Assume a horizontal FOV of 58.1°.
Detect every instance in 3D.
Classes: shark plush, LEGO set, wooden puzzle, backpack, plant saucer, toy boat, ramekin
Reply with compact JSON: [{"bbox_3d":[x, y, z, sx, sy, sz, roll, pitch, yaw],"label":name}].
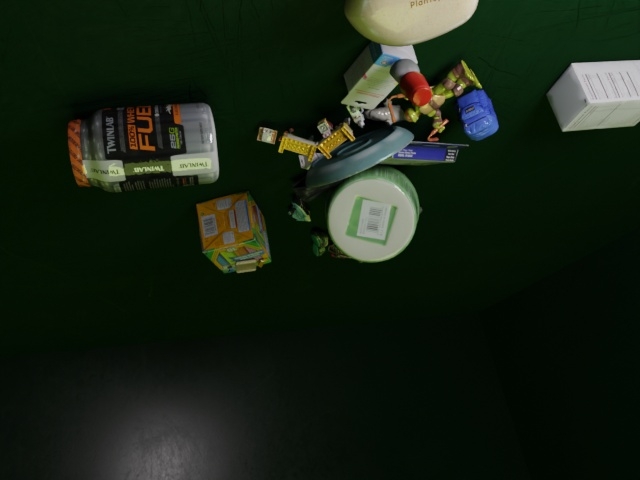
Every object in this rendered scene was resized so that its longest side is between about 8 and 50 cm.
[{"bbox_3d":[0.190,-0.346,1.561,0.161,0.073,0.067,-20,-172,-42],"label":"shark plush"},{"bbox_3d":[-0.018,-0.291,1.531,0.287,0.107,0.132,-13,124,14],"label":"LEGO set"},{"bbox_3d":[-0.245,0.084,1.906,0.117,0.014,0.078,-5,153,-17],"label":"wooden puzzle"},{"bbox_3d":[0.420,-0.338,1.568,0.098,0.120,0.101,-26,154,32],"label":"backpack"},{"bbox_3d":[0.095,-0.234,1.547,0.318,0.043,0.317,-24,-163,8],"label":"plant saucer"},{"bbox_3d":[0.178,-0.434,1.157,0.268,0.148,0.318,-12,132,-5],"label":"toy boat"},{"bbox_3d":[0.157,-0.079,1.778,0.304,0.303,0.148,-16,-165,10],"label":"ramekin"}]

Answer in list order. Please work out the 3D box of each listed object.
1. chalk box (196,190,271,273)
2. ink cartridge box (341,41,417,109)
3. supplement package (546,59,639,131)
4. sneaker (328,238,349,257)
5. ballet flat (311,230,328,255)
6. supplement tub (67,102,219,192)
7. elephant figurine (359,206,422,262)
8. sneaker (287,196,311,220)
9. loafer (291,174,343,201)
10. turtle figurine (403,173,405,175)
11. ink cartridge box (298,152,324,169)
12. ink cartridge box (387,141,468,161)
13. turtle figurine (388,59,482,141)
[{"bbox_3d":[-0.274,-0.011,1.917,0.179,0.180,0.289,-14,159,5],"label":"chalk box"},{"bbox_3d":[0.129,-0.393,1.361,0.105,0.061,0.181,3,153,-32],"label":"ink cartridge box"},{"bbox_3d":[0.782,-0.400,1.589,0.244,0.133,0.139,-6,157,-15],"label":"supplement package"},{"bbox_3d":[0.079,0.006,2.220,0.112,0.120,0.299,-6,157,7],"label":"sneaker"},{"bbox_3d":[0.000,0.000,2.256,0.070,0.070,0.188,-10,159,-6],"label":"ballet flat"},{"bbox_3d":[-0.405,-0.215,1.340,0.316,0.193,0.193,-8,157,-13],"label":"supplement tub"},{"bbox_3d":[0.268,-0.022,2.225,0.240,0.169,0.186,-22,-168,-23],"label":"elephant figurine"},{"bbox_3d":[-0.078,-0.099,1.960,0.073,0.063,0.162,-11,158,6],"label":"sneaker"},{"bbox_3d":[0.004,-0.194,1.754,0.223,0.076,0.078,-31,129,32],"label":"loafer"},{"bbox_3d":[0.170,-0.120,1.989,0.198,0.274,0.266,-27,-173,-29],"label":"turtle figurine"},{"bbox_3d":[-0.020,-0.232,1.687,0.083,0.048,0.028,5,152,-38],"label":"ink cartridge box"},{"bbox_3d":[0.276,-0.250,1.682,0.224,0.045,0.224,-1,-178,-25],"label":"ink cartridge box"},{"bbox_3d":[0.302,-0.363,1.491,0.217,0.087,0.270,-32,146,25],"label":"turtle figurine"}]
